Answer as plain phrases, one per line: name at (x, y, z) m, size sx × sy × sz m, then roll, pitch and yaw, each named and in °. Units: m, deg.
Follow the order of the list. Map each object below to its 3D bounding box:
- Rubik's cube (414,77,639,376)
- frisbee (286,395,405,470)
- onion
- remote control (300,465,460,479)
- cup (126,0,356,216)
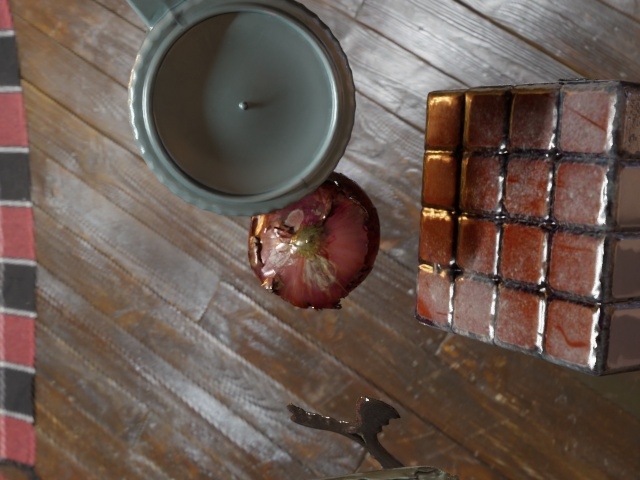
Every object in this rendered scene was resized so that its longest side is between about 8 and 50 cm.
Rubik's cube at (0.362, -0.031, 1.135) m, size 0.344 × 0.337 × 0.344 m, roll 17°, pitch 106°, yaw 57°
frisbee at (0.037, 0.243, 1.056) m, size 0.187 × 0.012 × 0.211 m, roll 8°, pitch 139°, yaw 34°
onion at (0.000, 0.000, 1.100) m, size 0.183 × 0.147 × 0.184 m, roll -3°, pitch 84°, yaw 26°
remote control at (0.030, 0.284, 0.844) m, size 0.247 × 0.052 × 0.104 m, roll -6°, pitch 67°, yaw -9°
cup at (-0.106, -0.208, 1.008) m, size 0.256 × 0.311 × 0.331 m, roll -11°, pitch 106°, yaw -7°
